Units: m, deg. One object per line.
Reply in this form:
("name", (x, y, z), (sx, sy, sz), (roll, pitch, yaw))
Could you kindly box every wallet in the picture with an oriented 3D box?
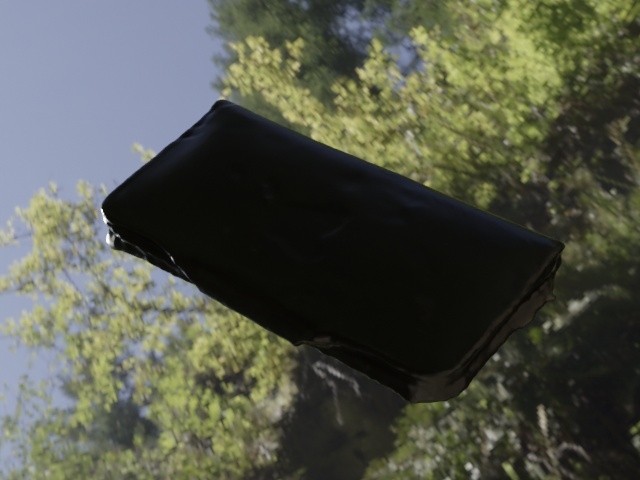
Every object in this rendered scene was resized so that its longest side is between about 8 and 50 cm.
("wallet", (0.000, 0.000, 1.023), (0.197, 0.377, 0.051), (-46, -35, -32))
